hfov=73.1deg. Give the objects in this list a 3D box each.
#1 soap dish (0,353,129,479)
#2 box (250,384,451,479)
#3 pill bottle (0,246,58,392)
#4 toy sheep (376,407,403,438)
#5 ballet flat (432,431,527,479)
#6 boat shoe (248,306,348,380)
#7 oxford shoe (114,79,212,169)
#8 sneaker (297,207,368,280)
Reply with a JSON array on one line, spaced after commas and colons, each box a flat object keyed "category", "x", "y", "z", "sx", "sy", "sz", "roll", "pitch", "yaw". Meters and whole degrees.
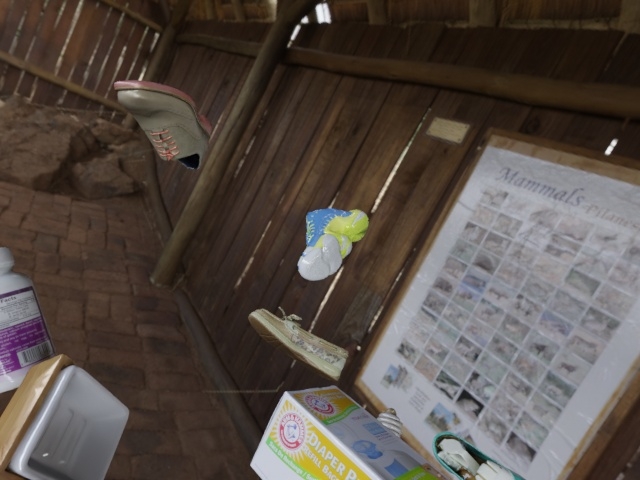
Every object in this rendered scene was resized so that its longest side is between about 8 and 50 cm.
[{"category": "soap dish", "x": -0.543, "y": 0.406, "z": 0.905, "sx": 0.118, "sy": 0.290, "sz": 0.228, "roll": 2, "pitch": 49, "yaw": 9}, {"category": "box", "x": 0.036, "y": 0.268, "z": 0.489, "sx": 0.203, "sy": 0.103, "sz": 0.114, "roll": 29, "pitch": 6, "yaw": 38}, {"category": "pill bottle", "x": -0.721, "y": 0.174, "z": 0.968, "sx": 0.169, "sy": 0.301, "sz": 0.169, "roll": -16, "pitch": 4, "yaw": 1}, {"category": "toy sheep", "x": 0.198, "y": 0.557, "z": 1.267, "sx": 0.091, "sy": 0.091, "sz": 0.132, "roll": 27, "pitch": 52, "yaw": -12}, {"category": "ballet flat", "x": 0.308, "y": 0.451, "z": 0.838, "sx": 0.087, "sy": 0.083, "sz": 0.247, "roll": 48, "pitch": -18, "yaw": -24}, {"category": "boat shoe", "x": -0.055, "y": 0.251, "z": 1.103, "sx": 0.285, "sy": 0.089, "sz": 0.105, "roll": 40, "pitch": -25, "yaw": -17}, {"category": "oxford shoe", "x": -0.337, "y": -0.250, "z": 0.981, "sx": 0.123, "sy": 0.130, "sz": 0.348, "roll": 2, "pitch": -5, "yaw": 11}, {"category": "sneaker", "x": 0.000, "y": 0.000, "z": 0.941, "sx": 0.126, "sy": 0.091, "sz": 0.240, "roll": 17, "pitch": 36, "yaw": 31}]
